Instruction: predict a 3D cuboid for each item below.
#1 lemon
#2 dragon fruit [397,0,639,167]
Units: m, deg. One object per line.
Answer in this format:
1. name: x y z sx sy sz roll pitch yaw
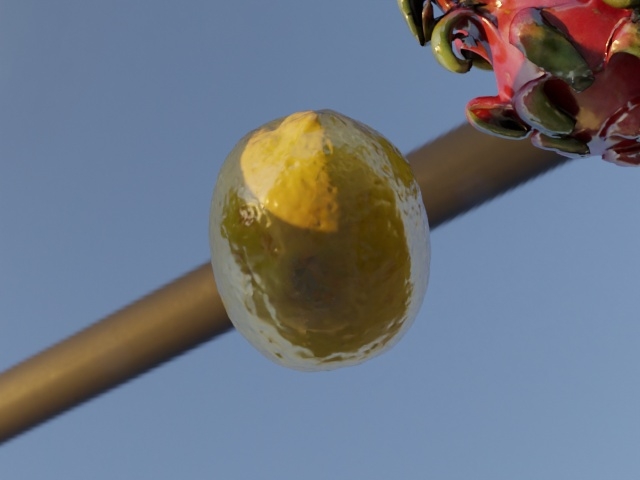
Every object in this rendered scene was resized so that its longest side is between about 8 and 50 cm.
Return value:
1. lemon: 0.000 0.000 0.797 0.170 0.170 0.207 -12 -68 -9
2. dragon fruit: 0.216 -0.160 0.946 0.218 0.273 0.198 -48 -45 -30
